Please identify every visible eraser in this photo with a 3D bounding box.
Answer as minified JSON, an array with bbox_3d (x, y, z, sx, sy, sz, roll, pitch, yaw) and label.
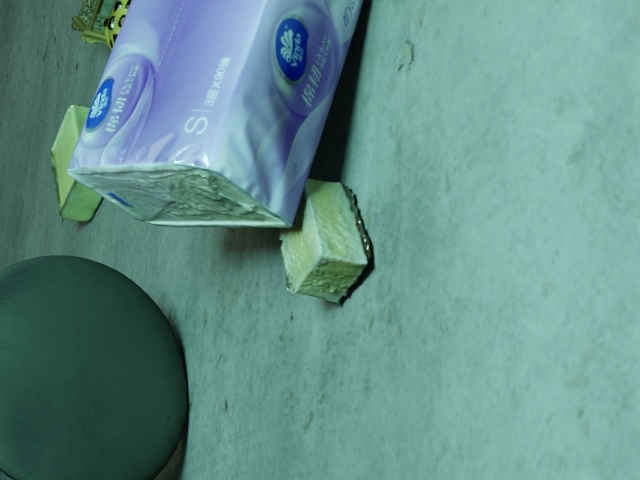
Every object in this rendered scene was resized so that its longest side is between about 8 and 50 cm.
[{"bbox_3d":[-0.399,-0.128,1.792,0.117,0.058,0.172,-55,38,33],"label":"eraser"}]

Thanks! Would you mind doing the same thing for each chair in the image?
[{"bbox_3d":[-0.399,0.230,1.414,0.410,0.362,0.364,-33,52,43],"label":"chair"}]

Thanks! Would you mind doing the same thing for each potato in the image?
[{"bbox_3d":[0.000,-0.002,1.106,0.086,0.061,0.122,-53,38,38],"label":"potato"}]

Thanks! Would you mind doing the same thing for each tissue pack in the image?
[{"bbox_3d":[-0.106,-0.193,1.147,0.242,0.160,0.338,1,67,39],"label":"tissue pack"}]

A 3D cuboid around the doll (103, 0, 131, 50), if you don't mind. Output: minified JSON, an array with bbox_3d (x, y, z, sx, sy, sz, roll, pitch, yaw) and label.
[{"bbox_3d":[-0.296,-0.243,1.642,0.117,0.086,0.291,11,90,29],"label":"doll"}]

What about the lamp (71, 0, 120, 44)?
[{"bbox_3d":[-0.304,-0.471,1.730,0.089,0.090,0.325,48,120,53],"label":"lamp"}]
